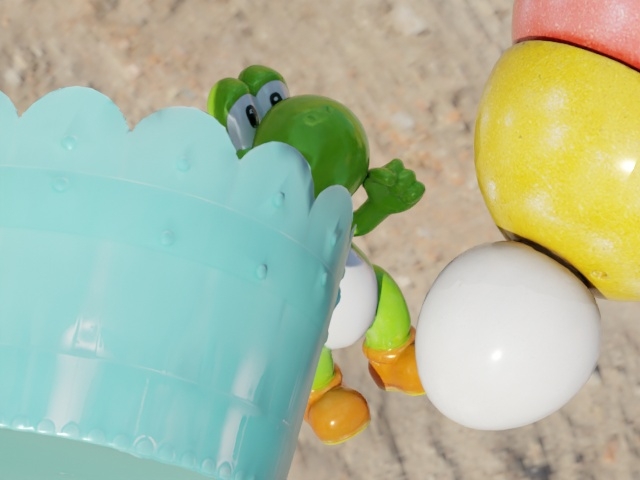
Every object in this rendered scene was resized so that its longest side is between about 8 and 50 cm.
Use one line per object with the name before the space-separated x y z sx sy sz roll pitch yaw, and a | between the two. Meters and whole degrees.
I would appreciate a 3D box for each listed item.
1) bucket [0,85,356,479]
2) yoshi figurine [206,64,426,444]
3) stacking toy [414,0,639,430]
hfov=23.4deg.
bucket | -0.127 0.049 0.882 0.281 0.281 0.183 22 68 -31
yoshi figurine | 0.005 0.007 1.465 0.362 0.203 0.203 67 24 -16
stacking toy | 0.213 -0.082 1.030 0.351 0.350 0.480 41 80 -19
